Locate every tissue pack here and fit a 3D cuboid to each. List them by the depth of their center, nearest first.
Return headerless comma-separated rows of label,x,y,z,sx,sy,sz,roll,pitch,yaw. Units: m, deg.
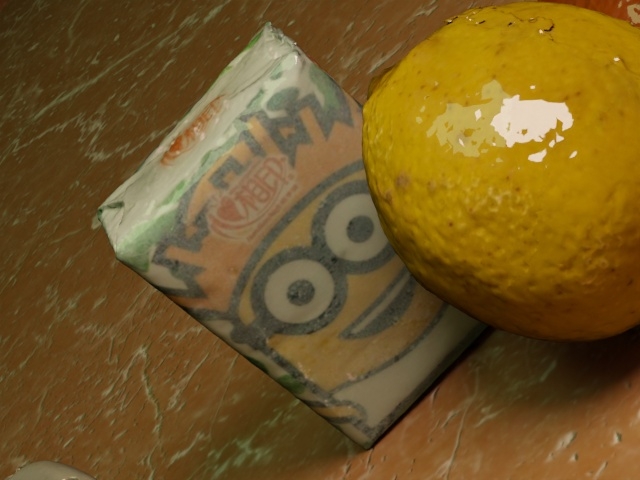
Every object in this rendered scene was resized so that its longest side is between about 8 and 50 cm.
tissue pack,0.000,0.000,1.545,0.228,0.311,0.128,-47,27,5

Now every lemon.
lemon,0.165,-0.055,1.385,0.310,0.253,0.253,30,76,29

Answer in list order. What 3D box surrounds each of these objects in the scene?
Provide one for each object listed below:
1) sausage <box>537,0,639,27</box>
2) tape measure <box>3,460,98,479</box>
sausage,0.280,-0.187,1.546,0.141,0.153,0.268,-46,23,5
tape measure,-0.307,0.341,1.795,0.258,0.130,0.265,-17,37,55
